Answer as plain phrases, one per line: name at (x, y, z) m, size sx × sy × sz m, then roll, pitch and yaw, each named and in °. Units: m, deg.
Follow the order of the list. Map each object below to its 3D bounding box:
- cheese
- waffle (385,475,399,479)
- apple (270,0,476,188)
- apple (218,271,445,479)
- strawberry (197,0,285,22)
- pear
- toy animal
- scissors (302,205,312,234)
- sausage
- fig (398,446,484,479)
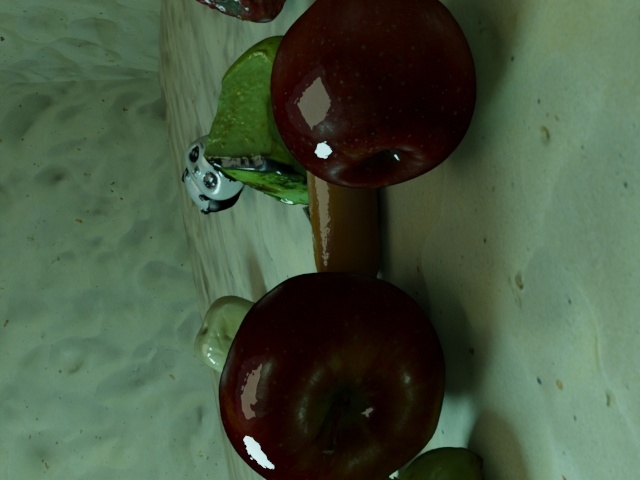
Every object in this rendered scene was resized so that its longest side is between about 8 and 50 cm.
cheese at (-0.235, 0.269, 1.733) m, size 0.235 × 0.218 × 0.117 m, roll 61°, pitch 168°, yaw -5°
waffle at (0.007, 0.310, 1.009) m, size 0.069 × 0.260 × 0.293 m, roll -51°, pitch 42°, yaw 18°
apple at (0.056, -0.163, 0.684) m, size 0.218 × 0.219 × 0.201 m, roll 121°, pitch 136°, yaw -62°
apple at (0.016, 0.173, 0.828) m, size 0.317 × 0.289 × 0.287 m, roll -90°, pitch -6°, yaw -85°
strawberry at (-0.205, -0.561, 1.186) m, size 0.292 × 0.292 × 0.309 m, roll -149°, pitch 56°, yaw -67°
pear at (-0.049, -0.201, 1.069) m, size 0.164 × 0.238 × 0.255 m, roll 3°, pitch 76°, yaw 33°
toy animal at (-0.289, -0.194, 1.768) m, size 0.187 × 0.165 × 0.235 m, roll 56°, pitch 157°, yaw 8°
scissors at (0.000, 0.000, 1.213) m, size 0.085 × 0.022 × 0.176 m, roll 104°, pitch 149°, yaw -50°
sausage at (0.035, -0.055, 0.961) m, size 0.105 × 0.105 × 0.274 m, roll -157°, pitch 60°, yaw -69°
fig at (0.145, 0.326, 0.754) m, size 0.136 × 0.121 × 0.152 m, roll -159°, pitch 63°, yaw -64°
